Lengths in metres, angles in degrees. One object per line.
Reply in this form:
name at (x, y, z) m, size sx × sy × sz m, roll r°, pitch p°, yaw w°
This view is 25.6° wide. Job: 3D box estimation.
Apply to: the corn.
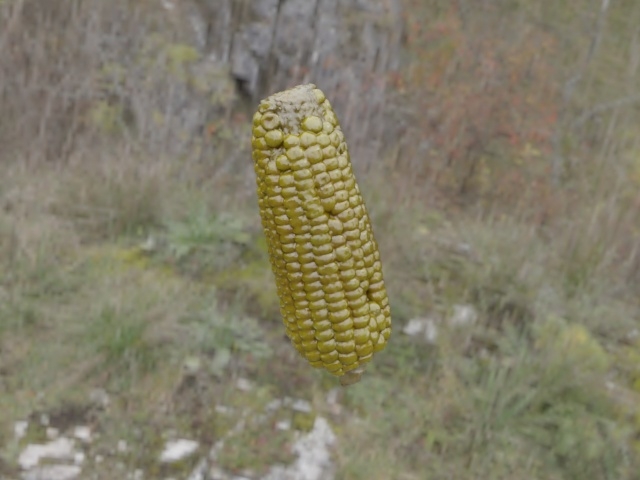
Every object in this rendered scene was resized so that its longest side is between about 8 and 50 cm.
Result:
corn at (0.000, 0.000, 1.447) m, size 0.119 × 0.322 × 0.119 m, roll -11°, pitch 13°, yaw 3°
